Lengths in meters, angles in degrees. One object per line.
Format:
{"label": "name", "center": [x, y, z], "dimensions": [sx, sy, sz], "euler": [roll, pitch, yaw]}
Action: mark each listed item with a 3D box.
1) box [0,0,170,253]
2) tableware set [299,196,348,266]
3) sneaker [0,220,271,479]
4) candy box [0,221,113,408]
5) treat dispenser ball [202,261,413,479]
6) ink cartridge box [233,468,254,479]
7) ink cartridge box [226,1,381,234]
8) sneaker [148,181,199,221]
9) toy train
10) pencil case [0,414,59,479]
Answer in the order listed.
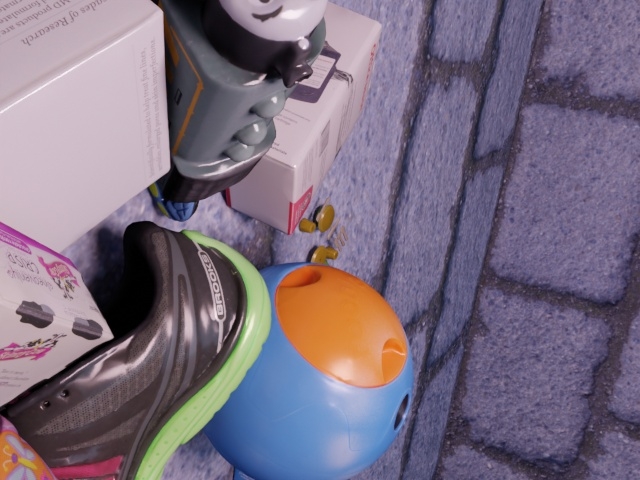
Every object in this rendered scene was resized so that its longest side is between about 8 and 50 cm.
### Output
{"label": "box", "center": [-0.204, -0.078, 0.446], "dimensions": [0.182, 0.119, 0.181], "euler": [-42, 168, -26]}
{"label": "tableware set", "center": [0.000, 0.000, 1.153], "dimensions": [0.104, 0.024, 0.154], "euler": [-61, 154, -18]}
{"label": "sneaker", "center": [-0.243, 0.188, 0.640], "dimensions": [0.202, 0.185, 0.483], "euler": [41, 69, -30]}
{"label": "candy box", "center": [-0.257, 0.081, 0.386], "dimensions": [0.233, 0.071, 0.159], "euler": [-32, 166, -6]}
{"label": "treat dispenser ball", "center": [-0.024, 0.172, 0.893], "dimensions": [0.288, 0.288, 0.288], "euler": [-43, 142, -47]}
{"label": "ink cartridge box", "center": [-0.080, 0.477, 1.151], "dimensions": [0.078, 0.134, 0.231], "euler": [-24, 128, -59]}
{"label": "ink cartridge box", "center": [-0.023, -0.154, 0.860], "dimensions": [0.237, 0.100, 0.172], "euler": [-61, 172, -24]}
{"label": "sneaker", "center": [-0.138, -0.109, 0.737], "dimensions": [0.078, 0.067, 0.188], "euler": [-17, 119, -57]}
{"label": "toy train", "center": [-0.094, -0.154, 0.527], "dimensions": [0.142, 0.190, 0.334], "euler": [-30, 179, -25]}
{"label": "pencil case", "center": [-0.202, 0.265, 0.500], "dimensions": [0.124, 0.124, 0.284], "euler": [-48, 117, -43]}
